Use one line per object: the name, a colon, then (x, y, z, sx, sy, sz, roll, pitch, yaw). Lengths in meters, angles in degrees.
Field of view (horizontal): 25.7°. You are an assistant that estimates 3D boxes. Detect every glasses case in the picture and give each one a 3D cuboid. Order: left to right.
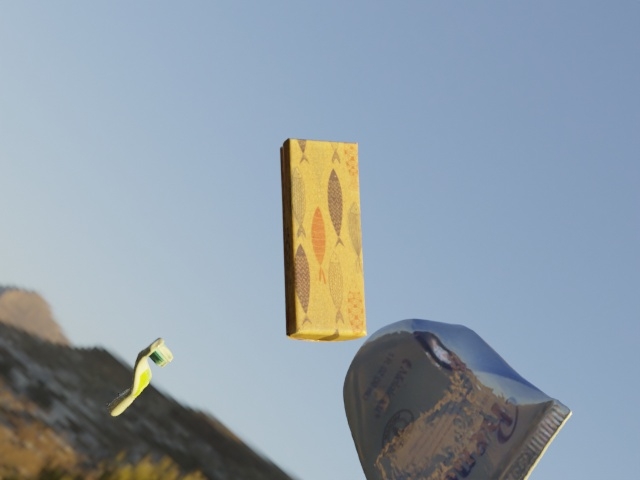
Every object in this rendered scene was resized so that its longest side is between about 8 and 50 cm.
glasses case: (0.000, 0.000, 1.192, 0.065, 0.169, 0.041, 3, -14, -20)

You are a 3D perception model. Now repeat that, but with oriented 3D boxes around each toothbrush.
toothbrush: (-0.174, 0.130, 1.312, 0.026, 0.022, 0.263, 48, -25, 1)

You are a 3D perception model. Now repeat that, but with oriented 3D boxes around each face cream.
face cream: (0.132, 0.210, 1.538, 0.137, 0.234, 0.420, 30, 6, -20)
